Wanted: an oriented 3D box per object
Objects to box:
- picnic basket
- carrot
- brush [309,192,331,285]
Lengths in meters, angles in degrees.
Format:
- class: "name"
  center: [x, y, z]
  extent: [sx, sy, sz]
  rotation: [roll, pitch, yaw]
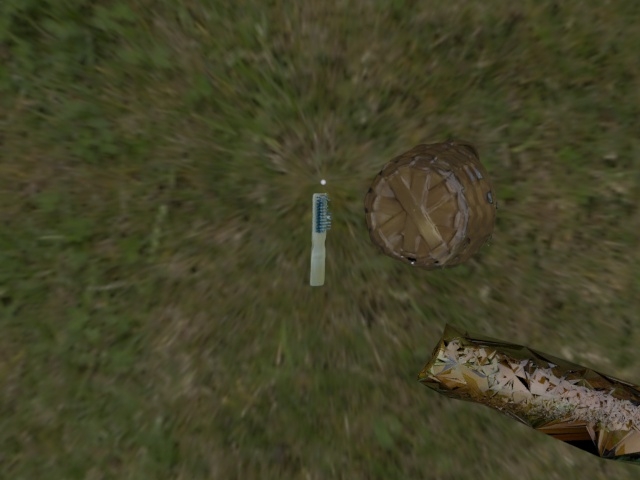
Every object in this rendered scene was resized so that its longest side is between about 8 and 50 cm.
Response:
- class: "picnic basket"
  center: [0.067, -0.019, 0.954]
  extent: [0.072, 0.083, 0.072]
  rotation: [2, 96, 24]
- class: "carrot"
  center: [0.190, 0.123, 1.409]
  extent: [0.229, 0.069, 0.069]
  rotation: [19, 92, -2]
- class: "brush"
  center: [0.000, 0.000, 1.562]
  extent: [0.016, 0.013, 0.083]
  rotation: [-8, 106, -43]
